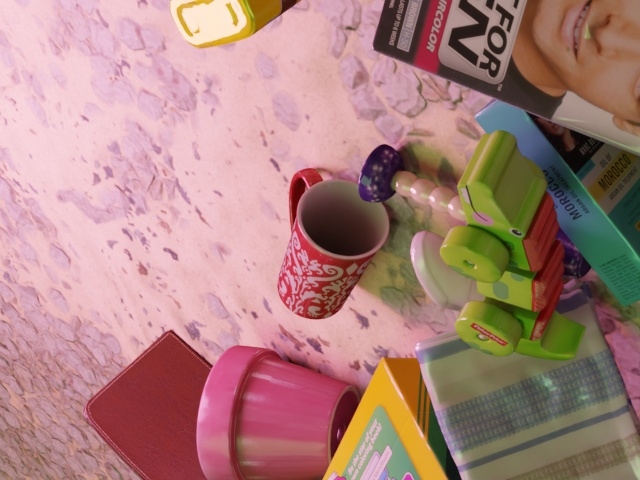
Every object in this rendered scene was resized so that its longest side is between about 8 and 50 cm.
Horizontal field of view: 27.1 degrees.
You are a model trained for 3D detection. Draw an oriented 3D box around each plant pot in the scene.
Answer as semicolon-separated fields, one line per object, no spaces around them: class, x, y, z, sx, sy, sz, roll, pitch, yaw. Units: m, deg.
plant pot;-0.047;0.253;1.837;0.180;0.201;0.201;5;127;22

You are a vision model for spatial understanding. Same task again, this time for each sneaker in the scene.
sneaker;0.190;0.053;1.505;0.094;0.080;0.212;-24;125;35

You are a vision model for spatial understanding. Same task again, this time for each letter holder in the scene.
letter holder;-0.203;0.328;2.018;0.302;0.214;0.152;40;142;10

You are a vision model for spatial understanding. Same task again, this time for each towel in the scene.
towel;0.242;0.204;1.437;0.034;0.209;0.285;76;174;-82

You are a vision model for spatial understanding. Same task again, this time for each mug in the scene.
mug;0.009;0.003;1.642;0.113;0.150;0.169;9;145;-10

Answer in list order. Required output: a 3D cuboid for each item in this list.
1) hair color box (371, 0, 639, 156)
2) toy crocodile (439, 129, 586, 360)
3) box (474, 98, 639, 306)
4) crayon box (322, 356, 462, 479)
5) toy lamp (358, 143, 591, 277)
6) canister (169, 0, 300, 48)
hair color box;0.245;-0.196;1.157;0.374;0.113;0.185;25;114;26
toy crocodile;0.192;0.019;1.292;0.105;0.115;0.340;17;150;25
box;0.267;-0.063;1.313;0.244;0.100;0.060;51;141;-5
crayon box;0.110;0.381;1.656;0.363;0.106;0.313;-66;33;33
toy lamp;0.171;-0.030;1.453;0.275;0.080;0.080;23;136;27
canister;-0.062;-0.271;1.390;0.126;0.170;0.073;-3;120;46
